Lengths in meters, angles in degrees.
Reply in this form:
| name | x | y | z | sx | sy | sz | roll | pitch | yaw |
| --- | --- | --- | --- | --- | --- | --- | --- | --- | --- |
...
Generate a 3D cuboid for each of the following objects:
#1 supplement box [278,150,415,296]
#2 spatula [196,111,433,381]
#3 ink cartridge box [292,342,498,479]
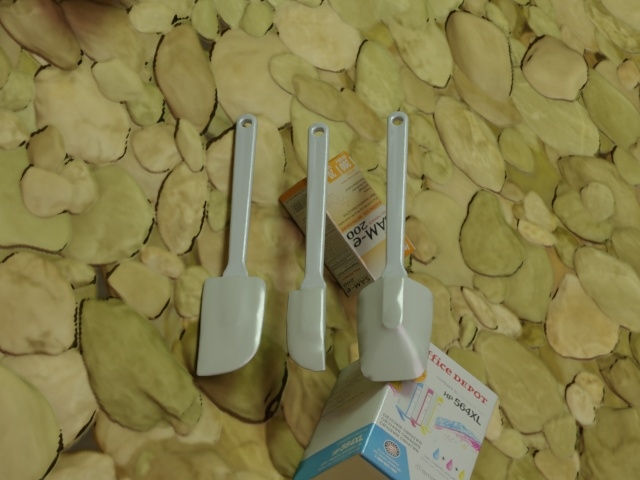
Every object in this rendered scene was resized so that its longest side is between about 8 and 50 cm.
| name | x | y | z | sx | sy | sz | roll | pitch | yaw |
| --- | --- | --- | --- | --- | --- | --- | --- | --- | --- |
| supplement box | 0.022 | -0.013 | 1.404 | 0.098 | 0.036 | 0.062 | 54 | 45 | -1 |
| spatula | 0.000 | 0.000 | 1.331 | 0.168 | 0.019 | 0.242 | -2 | 53 | 7 |
| ink cartridge box | 0.057 | 0.141 | 1.304 | 0.092 | 0.090 | 0.143 | 39 | 47 | -15 |
